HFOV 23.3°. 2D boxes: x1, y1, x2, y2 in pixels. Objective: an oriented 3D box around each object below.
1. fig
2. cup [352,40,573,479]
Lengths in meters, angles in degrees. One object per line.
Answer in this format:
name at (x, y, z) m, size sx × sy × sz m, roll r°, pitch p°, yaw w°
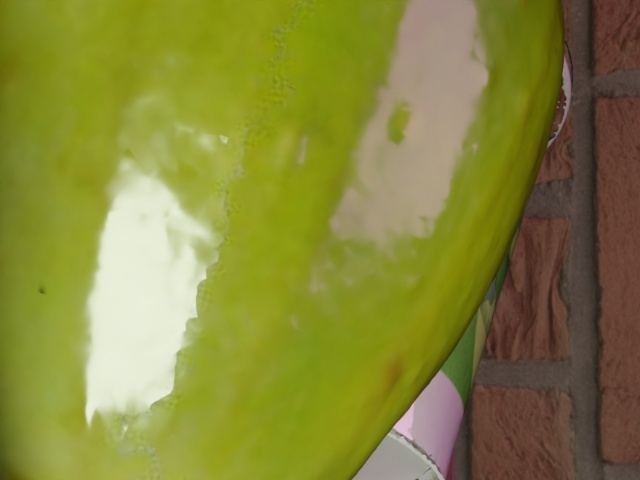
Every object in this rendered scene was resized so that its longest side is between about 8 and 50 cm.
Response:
fig at (-0.051, -0.033, 0.553) m, size 0.258 × 0.258 × 0.326 m, roll 66°, pitch 34°, yaw -65°
cup at (0.000, 0.000, 0.880) m, size 0.253 × 0.253 × 0.274 m, roll 74°, pitch 27°, yaw -56°
